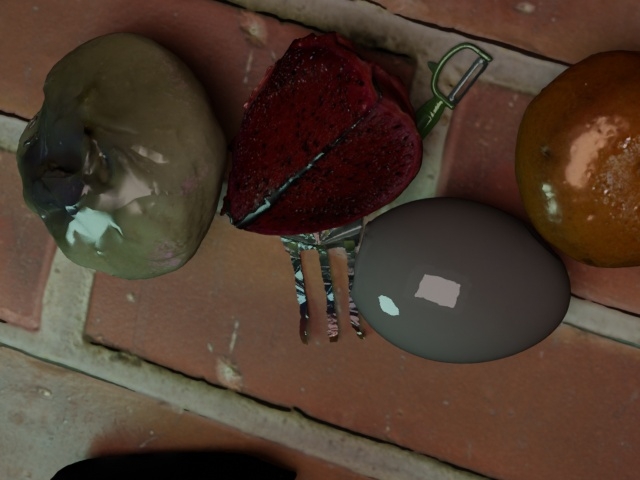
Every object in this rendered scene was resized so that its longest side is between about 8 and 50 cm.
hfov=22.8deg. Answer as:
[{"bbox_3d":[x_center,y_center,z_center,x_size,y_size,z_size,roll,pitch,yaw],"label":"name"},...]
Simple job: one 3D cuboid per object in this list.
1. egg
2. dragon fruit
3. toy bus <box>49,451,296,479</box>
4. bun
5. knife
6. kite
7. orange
[{"bbox_3d":[0.150,0.044,1.692,0.231,0.176,0.176,8,108,9],"label":"egg"},{"bbox_3d":[0.007,-0.103,1.705,0.189,0.163,0.261,39,124,-18],"label":"dragon fruit"},{"bbox_3d":[-0.178,0.340,1.893,0.302,0.127,0.147,-6,107,17],"label":"toy bus"},{"bbox_3d":[-0.225,-0.087,1.742,0.272,0.168,0.273,2,94,36],"label":"bun"},{"bbox_3d":[0.103,-0.132,1.735,0.054,0.015,0.212,38,109,2],"label":"knife"},{"bbox_3d":[0.000,0.000,1.808,0.141,0.015,0.245,-3,104,19],"label":"kite"},{"bbox_3d":[0.304,-0.085,1.618,0.224,0.170,0.224,-2,109,-6],"label":"orange"}]
